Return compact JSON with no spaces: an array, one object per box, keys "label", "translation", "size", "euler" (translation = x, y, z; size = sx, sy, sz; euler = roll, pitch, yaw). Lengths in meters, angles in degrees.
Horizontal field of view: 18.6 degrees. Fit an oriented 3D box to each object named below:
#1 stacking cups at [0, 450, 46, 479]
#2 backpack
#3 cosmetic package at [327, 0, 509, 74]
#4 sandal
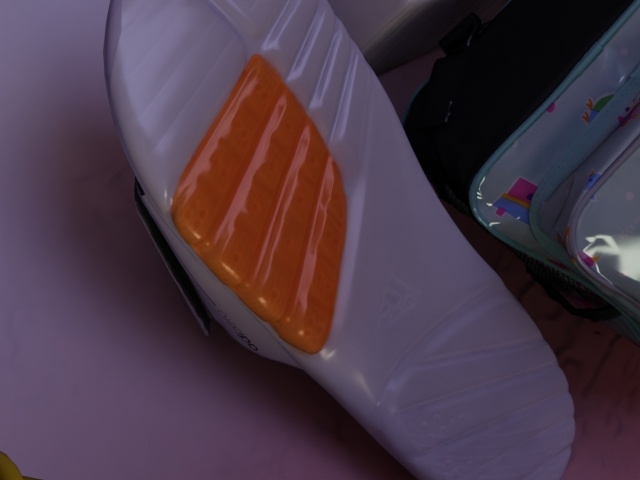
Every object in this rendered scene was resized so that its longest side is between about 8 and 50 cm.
[{"label":"stacking cups","translation":[0.022,0.145,0.635],"size":[0.316,0.096,0.096],"euler":[17,55,-30]},{"label":"backpack","translation":[0.154,-0.032,0.764],"size":[0.188,0.166,0.144],"euler":[36,6,-38]},{"label":"cosmetic package","translation":[0.059,-0.155,0.841],"size":[0.231,0.085,0.117],"euler":[-29,83,-41]},{"label":"sandal","translation":[-0.006,0.008,0.711],"size":[0.102,0.076,0.265],"euler":[-50,118,-29]}]
